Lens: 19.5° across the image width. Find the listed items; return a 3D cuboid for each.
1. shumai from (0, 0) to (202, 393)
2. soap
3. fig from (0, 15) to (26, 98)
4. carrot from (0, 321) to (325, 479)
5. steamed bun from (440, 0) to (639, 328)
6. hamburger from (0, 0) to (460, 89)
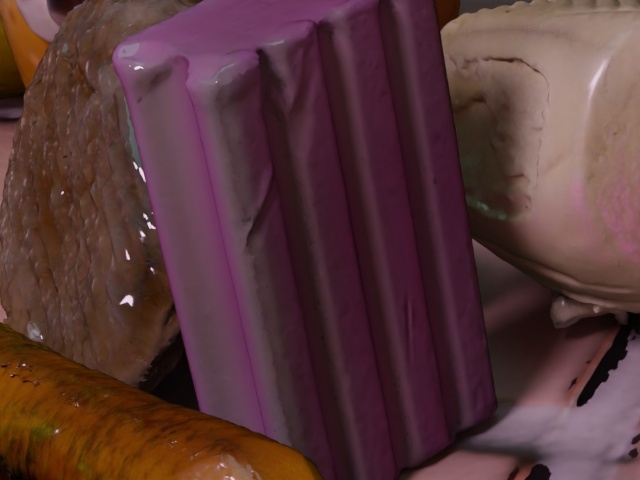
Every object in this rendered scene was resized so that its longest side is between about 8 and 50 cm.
[{"bbox_3d":[-0.057,-0.013,0.864,0.153,0.161,0.209,10,56,-27],"label":"shumai"},{"bbox_3d":[0.000,0.000,0.730,0.122,0.203,0.065,-29,30,-36],"label":"soap"},{"bbox_3d":[-0.194,-0.209,1.231,0.207,0.230,0.207,-9,-15,-3],"label":"fig"},{"bbox_3d":[-0.093,0.080,0.742,0.070,0.070,0.260,-25,29,-33],"label":"carrot"},{"bbox_3d":[0.165,-0.039,0.849,0.239,0.152,0.170,-6,12,-35],"label":"steamed bun"},{"bbox_3d":[-0.052,-0.138,1.012,0.276,0.276,0.237,-7,39,3],"label":"hamburger"}]
